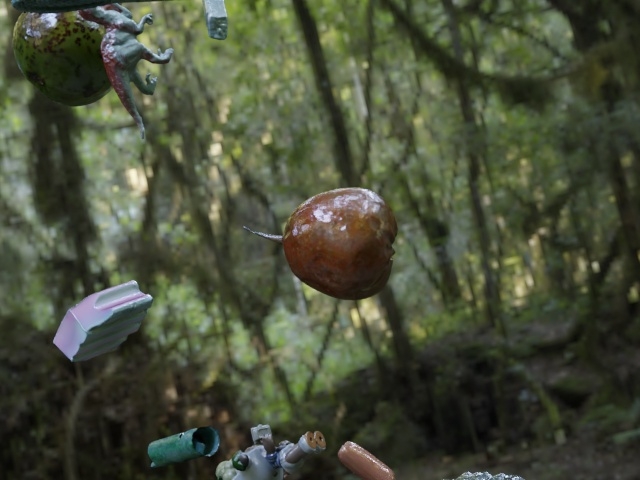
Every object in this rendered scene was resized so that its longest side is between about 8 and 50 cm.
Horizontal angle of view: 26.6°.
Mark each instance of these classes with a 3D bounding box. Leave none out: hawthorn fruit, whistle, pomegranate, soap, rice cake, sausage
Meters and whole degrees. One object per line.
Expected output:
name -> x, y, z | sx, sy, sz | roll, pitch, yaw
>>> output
hawthorn fruit -> 0.014, 0.012, 1.740 | 0.189, 0.149, 0.149 | -18, -12, -10
whistle -> -0.176, 0.260, 1.695 | 0.039, 0.039, 0.186 | -7, -11, -27
pomegranate -> -0.431, -0.369, 2.429 | 0.214, 0.248, 0.214 | 27, -22, 12
soap -> -0.334, 0.126, 2.056 | 0.149, 0.056, 0.100 | -21, -34, -55
rice cake -> -0.138, -0.301, 1.752 | 0.029, 0.033, 0.171 | 1, 28, -8
sausage -> 0.060, 0.291, 1.740 | 0.034, 0.083, 0.034 | -53, -4, -6

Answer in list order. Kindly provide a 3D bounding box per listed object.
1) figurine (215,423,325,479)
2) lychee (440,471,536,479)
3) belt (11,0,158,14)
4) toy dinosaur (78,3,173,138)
figurine -> -0.083, 0.350, 2.154 | 0.197, 0.093, 0.147 | -42, -28, 22
lychee -> 0.181, 0.351, 1.333 | 0.274, 0.255, 0.255 | -51, 6, -28
belt -> -0.152, -0.268, 1.316 | 0.302, 0.072, 0.087 | -8, -6, -16
toy dinosaur -> -0.331, -0.293, 2.257 | 0.167, 0.242, 0.053 | 6, -5, -29
